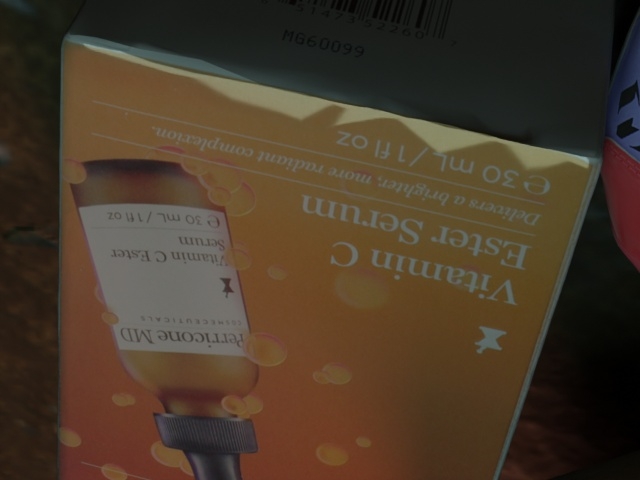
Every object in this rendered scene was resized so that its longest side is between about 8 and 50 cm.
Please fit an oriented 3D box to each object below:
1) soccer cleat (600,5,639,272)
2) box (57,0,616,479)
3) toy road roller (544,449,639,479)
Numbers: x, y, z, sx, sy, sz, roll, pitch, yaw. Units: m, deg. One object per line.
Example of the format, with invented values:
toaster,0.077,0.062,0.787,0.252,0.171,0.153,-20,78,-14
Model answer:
soccer cleat,0.193,-0.016,0.377,0.248,0.083,0.095,6,141,14
box,0.000,0.000,0.435,0.130,0.091,0.170,12,132,3
toy road roller,0.183,0.226,0.465,0.202,0.240,0.329,-20,123,7
